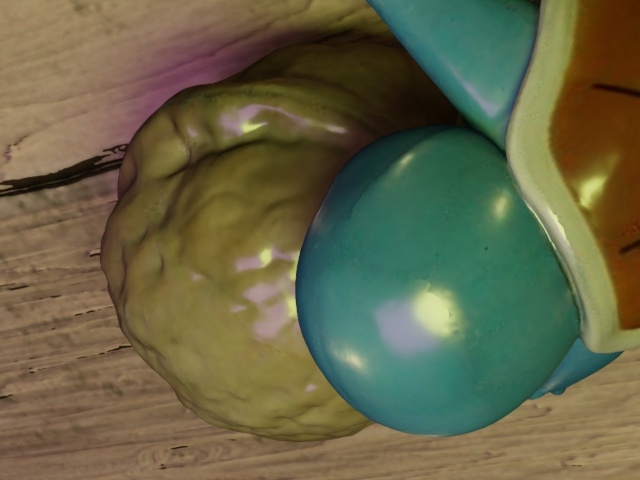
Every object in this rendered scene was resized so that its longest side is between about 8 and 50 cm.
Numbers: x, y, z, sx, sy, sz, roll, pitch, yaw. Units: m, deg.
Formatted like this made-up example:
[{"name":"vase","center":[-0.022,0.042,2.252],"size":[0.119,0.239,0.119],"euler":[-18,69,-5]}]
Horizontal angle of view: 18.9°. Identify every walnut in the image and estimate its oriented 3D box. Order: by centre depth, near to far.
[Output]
[{"name":"walnut","center":[-0.001,-0.002,1.133],"size":[0.248,0.248,0.248],"euler":[16,133,18]}]

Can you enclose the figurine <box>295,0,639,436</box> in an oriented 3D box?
[{"name":"figurine","center":[0.169,-0.052,0.991],"size":[0.416,0.243,0.298],"euler":[-26,126,-5]}]
